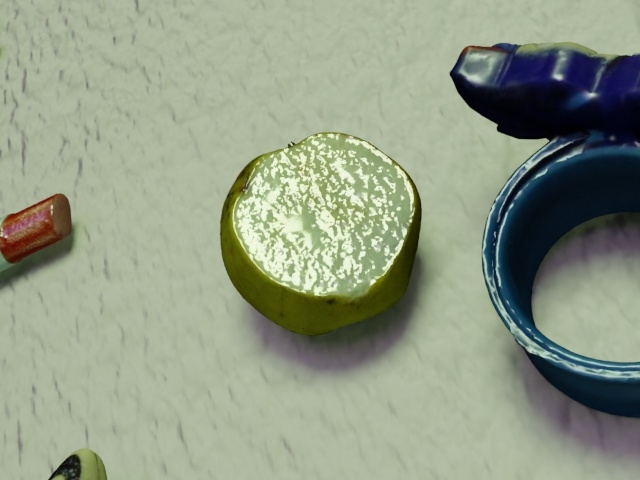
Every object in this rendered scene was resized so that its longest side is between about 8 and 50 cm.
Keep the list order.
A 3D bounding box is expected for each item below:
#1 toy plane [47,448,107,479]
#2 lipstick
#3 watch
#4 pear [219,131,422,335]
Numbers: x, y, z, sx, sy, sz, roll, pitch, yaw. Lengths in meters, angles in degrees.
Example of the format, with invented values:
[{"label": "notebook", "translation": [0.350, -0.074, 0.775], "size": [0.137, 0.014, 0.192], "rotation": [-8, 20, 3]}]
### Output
[{"label": "toy plane", "translation": [-0.171, 0.250, 0.573], "size": [0.229, 0.092, 0.244], "rotation": [1, 59, 23]}, {"label": "lipstick", "translation": [-0.329, 0.035, 0.784], "size": [0.274, 0.061, 0.068], "rotation": [-25, 52, 3]}, {"label": "watch", "translation": [0.182, -0.002, 0.580], "size": [0.196, 0.171, 0.200], "rotation": [6, 72, 36]}, {"label": "pear", "translation": [0.000, 0.000, 0.668], "size": [0.141, 0.104, 0.141], "rotation": [1, 72, -2]}]
